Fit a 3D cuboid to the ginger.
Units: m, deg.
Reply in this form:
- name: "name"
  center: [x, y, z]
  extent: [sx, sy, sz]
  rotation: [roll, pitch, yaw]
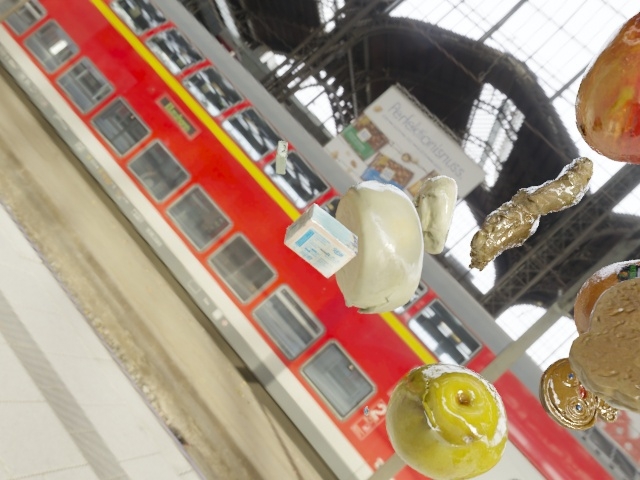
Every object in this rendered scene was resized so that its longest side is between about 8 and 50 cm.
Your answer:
- name: "ginger"
  center: [0.374, -0.050, 0.997]
  extent: [0.084, 0.290, 0.122]
  rotation: [47, -11, 40]

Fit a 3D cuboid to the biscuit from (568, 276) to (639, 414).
- name: "biscuit"
  center: [0.393, 0.120, 0.651]
  extent: [0.180, 0.208, 0.049]
  rotation: [12, -48, 37]

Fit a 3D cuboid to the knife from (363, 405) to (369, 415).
- name: "knife"
  center: [0.130, 0.481, 1.621]
  extent: [0.096, 0.010, 0.027]
  rotation: [61, 25, -72]

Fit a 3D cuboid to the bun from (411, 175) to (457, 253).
- name: "bun"
  center: [0.303, -0.076, 1.585]
  extent: [0.116, 0.210, 0.237]
  rotation: [13, -46, 4]

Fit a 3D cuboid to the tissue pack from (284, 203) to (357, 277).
- name: "tissue pack"
  center: [0.000, 0.000, 0.871]
  extent: [0.094, 0.074, 0.059]
  rotation: [40, 30, -19]

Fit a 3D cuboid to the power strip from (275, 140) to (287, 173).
- name: "power strip"
  center: [-0.062, -0.129, 0.916]
  extent: [0.017, 0.027, 0.083]
  rotation: [10, -19, -2]

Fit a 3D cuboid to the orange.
- name: "orange"
  center: [0.506, 0.128, 0.908]
  extent: [0.206, 0.206, 0.206]
  rotation: [48, -5, 5]

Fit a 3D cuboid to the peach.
- name: "peach"
  center: [0.769, -0.366, 1.339]
  extent: [0.373, 0.372, 0.290]
  rotation: [52, 15, -32]

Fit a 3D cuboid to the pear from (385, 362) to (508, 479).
- name: "pear"
  center: [0.294, 0.446, 1.364]
  extent: [0.285, 0.284, 0.337]
  rotation: [43, -30, 48]

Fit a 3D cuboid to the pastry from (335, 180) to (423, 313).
- name: "pastry"
  center: [0.106, 0.011, 1.131]
  extent: [0.265, 0.133, 0.265]
  rotation: [176, -90, -72]

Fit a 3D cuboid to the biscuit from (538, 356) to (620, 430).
- name: "biscuit"
  center: [0.463, 0.265, 1.007]
  extent: [0.026, 0.175, 0.124]
  rotation: [124, -38, -65]
